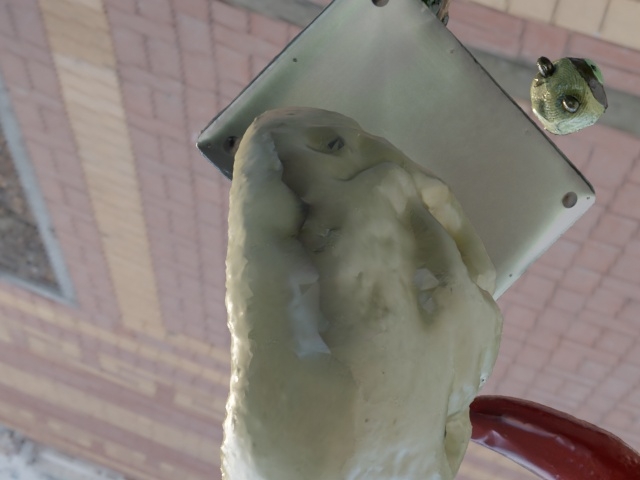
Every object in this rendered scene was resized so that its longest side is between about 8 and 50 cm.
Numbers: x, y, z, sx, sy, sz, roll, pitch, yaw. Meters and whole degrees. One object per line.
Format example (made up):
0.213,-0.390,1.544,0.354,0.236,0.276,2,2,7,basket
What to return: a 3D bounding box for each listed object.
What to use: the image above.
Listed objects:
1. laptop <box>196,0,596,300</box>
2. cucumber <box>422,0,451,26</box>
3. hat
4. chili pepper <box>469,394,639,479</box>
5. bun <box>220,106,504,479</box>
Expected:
0.063,-0.050,1.010,0.269,0.187,0.015,43,-175,-25,laptop
0.118,-0.367,1.812,0.145,0.325,0.105,17,158,-1,cucumber
0.255,-0.155,1.440,0.076,0.077,0.059,-20,160,32,hat
0.267,0.253,1.311,0.137,0.092,0.368,-37,98,29,chili pepper
0.017,0.043,0.667,0.133,0.231,0.231,1,161,-1,bun
